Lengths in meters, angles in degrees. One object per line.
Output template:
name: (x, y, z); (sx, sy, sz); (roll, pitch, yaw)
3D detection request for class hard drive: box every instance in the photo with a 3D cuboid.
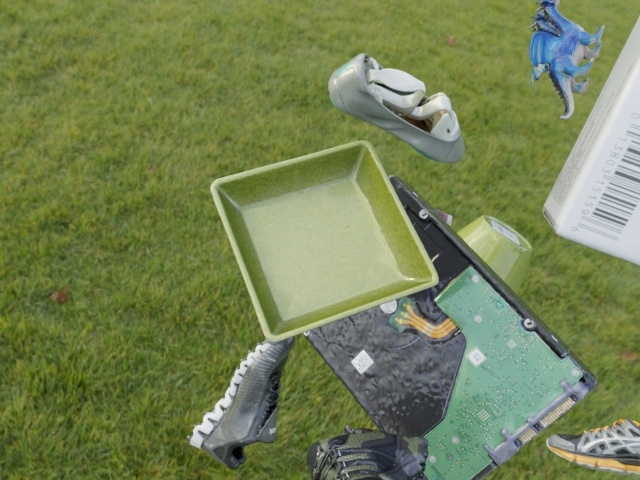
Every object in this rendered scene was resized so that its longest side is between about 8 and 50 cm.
hard drive: (0.128, 0.117, 0.756); (0.339, 0.237, 0.064); (49, 18, 20)

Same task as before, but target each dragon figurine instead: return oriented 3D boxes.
dragon figurine: (0.435, -0.338, 1.133); (0.144, 0.085, 0.289); (16, 75, 23)

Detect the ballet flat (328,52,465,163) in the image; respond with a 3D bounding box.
ballet flat: (0.107, -0.144, 0.678); (0.213, 0.068, 0.072); (17, 57, -33)

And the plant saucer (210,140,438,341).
plant saucer: (0.000, 0.000, 0.646); (0.189, 0.045, 0.188); (-17, 68, -15)

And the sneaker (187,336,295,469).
sneaker: (-0.092, 0.240, 0.894); (0.106, 0.234, 0.078); (39, 9, 17)

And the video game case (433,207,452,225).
video game case: (0.314, 0.003, 1.840); (0.042, 0.210, 0.232); (13, -1, 37)

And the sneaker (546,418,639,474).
sneaker: (0.455, 0.311, 0.921); (0.084, 0.215, 0.083); (29, 63, -47)

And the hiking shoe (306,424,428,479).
hiking shoe: (0.030, 0.247, 0.588); (0.114, 0.086, 0.227); (10, 6, 20)

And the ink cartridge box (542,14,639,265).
ink cartridge box: (0.322, -0.090, 0.398); (0.239, 0.275, 0.060); (21, 21, 3)

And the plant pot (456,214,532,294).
plant pot: (0.354, 0.095, 1.433); (0.275, 0.293, 0.274); (27, 23, -12)
